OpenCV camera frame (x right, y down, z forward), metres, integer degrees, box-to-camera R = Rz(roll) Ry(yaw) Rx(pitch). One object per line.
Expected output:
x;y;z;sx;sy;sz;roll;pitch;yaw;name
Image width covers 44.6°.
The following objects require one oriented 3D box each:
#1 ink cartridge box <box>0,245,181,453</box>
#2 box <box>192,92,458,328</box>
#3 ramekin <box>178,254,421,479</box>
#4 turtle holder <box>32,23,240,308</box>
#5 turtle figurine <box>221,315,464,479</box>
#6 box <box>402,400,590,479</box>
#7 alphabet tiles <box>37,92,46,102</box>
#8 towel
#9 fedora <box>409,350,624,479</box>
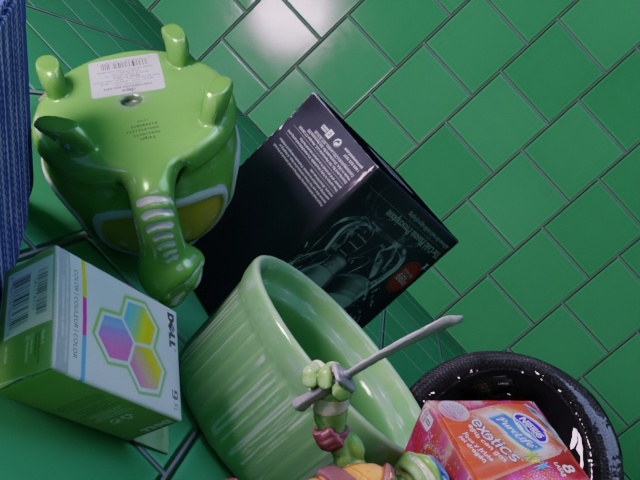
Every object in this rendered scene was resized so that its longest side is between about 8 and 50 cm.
-0.173;0.101;0.668;0.209;0.062;0.109;42;30;-50;ink cartridge box
0.000;0.000;1.223;0.179;0.312;0.343;54;12;32;box
-0.021;0.177;0.906;0.303;0.148;0.303;46;9;-10;ramekin
-0.193;-0.088;0.939;0.320;0.243;0.227;33;-37;31;turtle holder
0.009;0.188;0.576;0.274;0.266;0.198;-29;-102;62;turtle figurine
0.142;0.292;0.774;0.128;0.257;0.122;5;29;-22;box
-0.277;-0.187;1.141;0.237;0.009;0.198;10;-9;-33;alphabet tiles
-0.289;-0.082;0.683;0.040;0.243;0.336;0;27;-14;towel
0.227;0.318;1.015;0.334;0.334;0.152;53;-6;32;fedora
